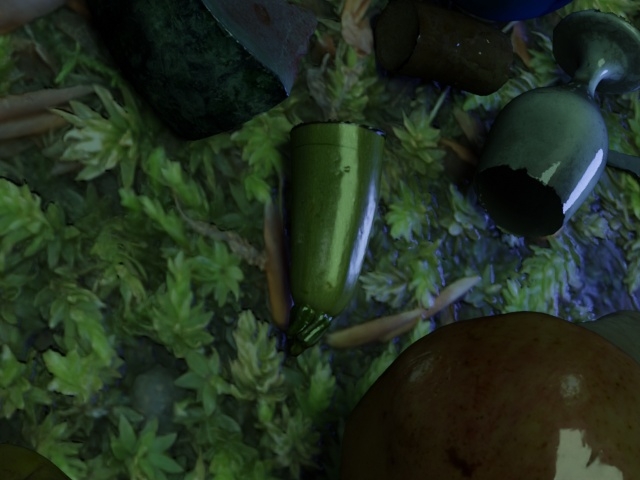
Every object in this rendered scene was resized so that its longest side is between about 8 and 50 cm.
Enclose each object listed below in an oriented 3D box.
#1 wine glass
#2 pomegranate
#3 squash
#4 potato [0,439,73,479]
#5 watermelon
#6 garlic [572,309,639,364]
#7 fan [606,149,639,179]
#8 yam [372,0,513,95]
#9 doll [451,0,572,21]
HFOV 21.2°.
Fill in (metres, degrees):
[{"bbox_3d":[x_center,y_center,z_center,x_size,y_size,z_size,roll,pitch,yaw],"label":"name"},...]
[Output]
[{"bbox_3d":[0.248,-0.120,1.760,0.126,0.126,0.241,43,54,-14],"label":"wine glass"},{"bbox_3d":[0.164,0.238,1.469,0.338,0.338,0.338,10,70,-30],"label":"pomegranate"},{"bbox_3d":[0.000,0.000,1.598,0.094,0.094,0.224,17,75,-28],"label":"squash"},{"bbox_3d":[-0.207,0.297,1.329,0.192,0.141,0.296,-28,89,-38],"label":"potato"},{"bbox_3d":[-0.120,-0.232,1.580,0.226,0.148,0.318,1,60,-51],"label":"watermelon"},{"bbox_3d":[0.321,0.167,1.664,0.219,0.212,0.218,10,73,-36],"label":"garlic"},{"bbox_3d":[0.409,-0.058,1.911,0.335,0.011,0.229,17,67,-28],"label":"fan"},{"bbox_3d":[0.123,-0.195,1.734,0.127,0.084,0.084,13,68,-33],"label":"yam"},{"bbox_3d":[0.168,-0.358,1.724,0.310,0.240,0.284,27,22,-7],"label":"doll"}]
